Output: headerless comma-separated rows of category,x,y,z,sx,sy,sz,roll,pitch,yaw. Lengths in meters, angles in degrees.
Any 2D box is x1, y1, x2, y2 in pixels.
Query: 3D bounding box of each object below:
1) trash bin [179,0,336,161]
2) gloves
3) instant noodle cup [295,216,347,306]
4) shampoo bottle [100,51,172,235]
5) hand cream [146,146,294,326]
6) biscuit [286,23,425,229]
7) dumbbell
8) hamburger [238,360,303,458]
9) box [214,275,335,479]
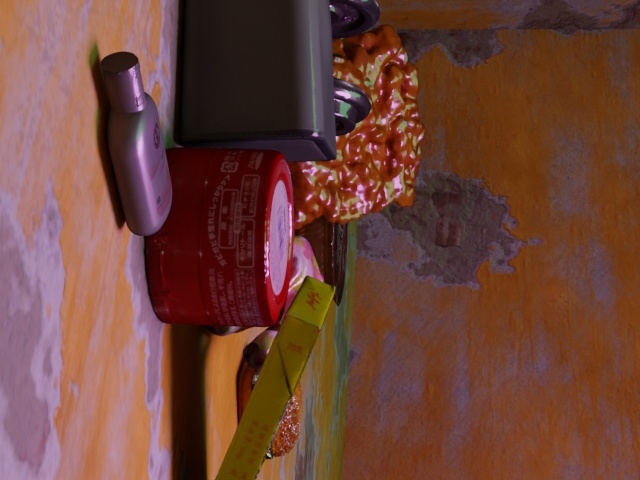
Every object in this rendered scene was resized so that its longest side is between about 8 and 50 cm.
trash bin,-0.063,-0.269,1.257,0.223,0.158,0.344,27,64,-83
gloves,-0.084,0.067,1.377,0.241,0.126,0.145,-19,118,-53
instant noodle cup,0.000,0.000,2.218,0.274,0.090,0.274,1,90,-83
shampoo bottle,-0.159,-0.086,0.935,0.080,0.040,0.165,-80,170,-47
hand cream,-0.100,-0.003,1.128,0.193,0.125,0.193,3,90,-83
biscuit,0.045,-0.192,1.811,0.312,0.110,0.318,-17,111,-38
dumbbell,-0.014,-0.265,1.540,0.192,0.192,0.290,61,32,-78
hamburger,-0.071,0.242,1.612,0.137,0.087,0.166,-77,166,-64
box,-0.071,0.214,1.244,0.187,0.047,0.335,-58,171,-77
